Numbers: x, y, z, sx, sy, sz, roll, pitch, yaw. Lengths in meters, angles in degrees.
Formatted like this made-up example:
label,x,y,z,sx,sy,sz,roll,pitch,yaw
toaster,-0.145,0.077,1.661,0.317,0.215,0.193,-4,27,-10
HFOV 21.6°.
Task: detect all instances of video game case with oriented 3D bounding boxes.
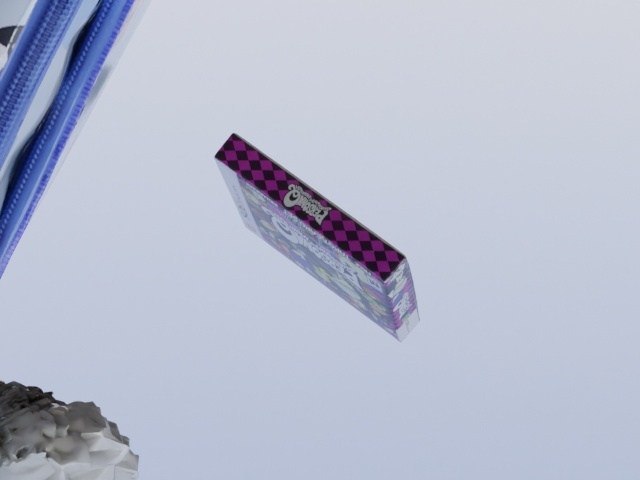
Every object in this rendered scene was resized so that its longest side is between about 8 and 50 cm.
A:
label,x,y,z,sx,sy,sz,roll,pitch,yaw
video game case,0.000,0.000,1.783,0.232,0.042,0.210,36,168,17

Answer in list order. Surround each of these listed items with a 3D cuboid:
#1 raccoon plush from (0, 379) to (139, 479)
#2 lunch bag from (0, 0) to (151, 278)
label,x,y,z,sx,sy,sz,roll,pitch,yaw
raccoon plush,-0.295,0.019,1.060,0.446,0.299,0.216,-6,179,24
lunch bag,-0.128,-0.072,0.601,0.115,0.303,0.243,25,177,-9
